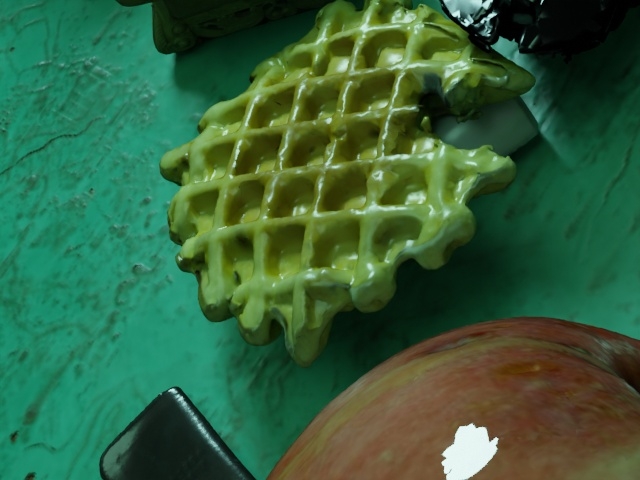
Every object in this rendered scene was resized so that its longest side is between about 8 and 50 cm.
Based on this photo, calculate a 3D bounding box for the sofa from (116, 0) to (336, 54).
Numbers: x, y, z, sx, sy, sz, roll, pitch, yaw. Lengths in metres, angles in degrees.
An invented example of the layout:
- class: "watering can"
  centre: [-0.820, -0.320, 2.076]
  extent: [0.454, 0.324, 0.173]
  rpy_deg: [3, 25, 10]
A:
- class: "sofa"
  centre: [-0.068, -0.289, 1.107]
  extent: [0.200, 0.182, 0.258]
  rpy_deg: [-13, 61, 21]

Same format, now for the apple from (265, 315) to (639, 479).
- class: "apple"
  centre: [0.111, 0.223, 0.667]
  extent: [0.364, 0.364, 0.364]
  rpy_deg: [-11, 61, 21]

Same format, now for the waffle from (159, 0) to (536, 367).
- class: "waffle"
  centre: [0.008, -0.049, 0.962]
  extent: [0.250, 0.056, 0.261]
  rpy_deg: [-42, 44, -1]

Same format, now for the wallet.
- class: "wallet"
  centre: [-0.080, 0.169, 0.983]
  extent: [0.082, 0.018, 0.156]
  rpy_deg: [-44, 56, 1]

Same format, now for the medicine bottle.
- class: "medicine bottle"
  centre: [0.095, -0.066, 0.993]
  extent: [0.089, 0.052, 0.052]
  rpy_deg: [-36, 55, 6]

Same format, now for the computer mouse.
- class: "computer mouse"
  centre: [0.152, -0.201, 0.976]
  extent: [0.146, 0.077, 0.241]
  rpy_deg: [7, 47, 22]
